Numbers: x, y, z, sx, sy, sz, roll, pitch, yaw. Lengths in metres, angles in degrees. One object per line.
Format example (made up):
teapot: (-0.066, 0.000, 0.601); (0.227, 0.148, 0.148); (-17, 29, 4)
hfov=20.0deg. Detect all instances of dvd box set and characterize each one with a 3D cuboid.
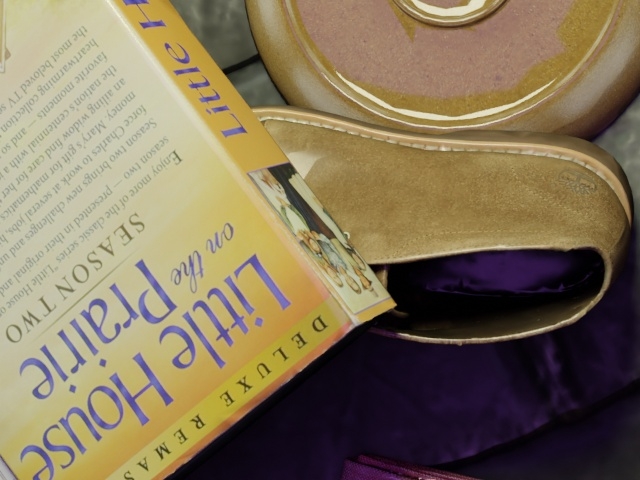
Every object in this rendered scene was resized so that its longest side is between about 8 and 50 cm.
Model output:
dvd box set: (-0.200, -0.043, 0.905); (0.307, 0.062, 0.420); (-41, 82, 25)

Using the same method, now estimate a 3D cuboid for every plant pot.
plant pot: (0.070, -0.148, 0.949); (0.236, 0.032, 0.236); (0, 88, 11)

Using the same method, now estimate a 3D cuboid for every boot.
boot: (0.000, 0.000, 0.903); (0.305, 0.115, 0.112); (-2, 112, 12)

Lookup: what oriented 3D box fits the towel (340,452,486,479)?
towel: (0.095, 0.293, 0.927); (0.237, 0.037, 0.329); (11, 91, 13)
